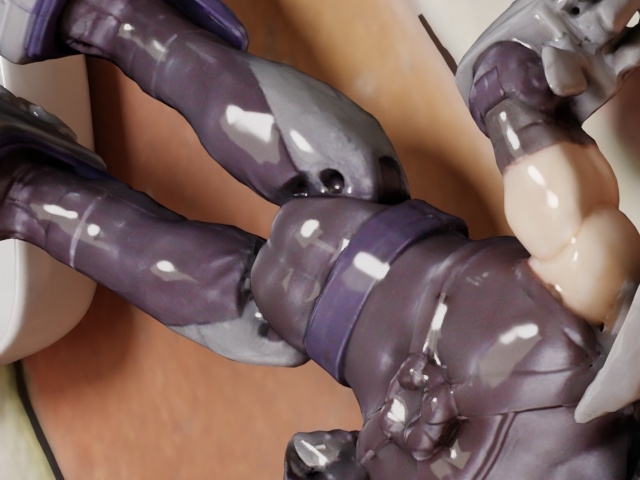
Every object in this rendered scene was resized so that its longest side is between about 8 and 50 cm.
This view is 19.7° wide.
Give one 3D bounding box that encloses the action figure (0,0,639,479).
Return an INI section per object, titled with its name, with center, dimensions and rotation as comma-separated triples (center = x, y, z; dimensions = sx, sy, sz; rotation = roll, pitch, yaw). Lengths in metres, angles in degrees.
[action figure]
center = 0.000, 0.000, 0.448
dimensions = 0.285, 0.099, 0.185
rotation = 34, 107, 22

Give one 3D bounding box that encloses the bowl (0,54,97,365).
[bowl]
center = -0.122, -0.024, 0.602
dimensions = 0.142, 0.053, 0.142
rotation = -10, 84, 45
